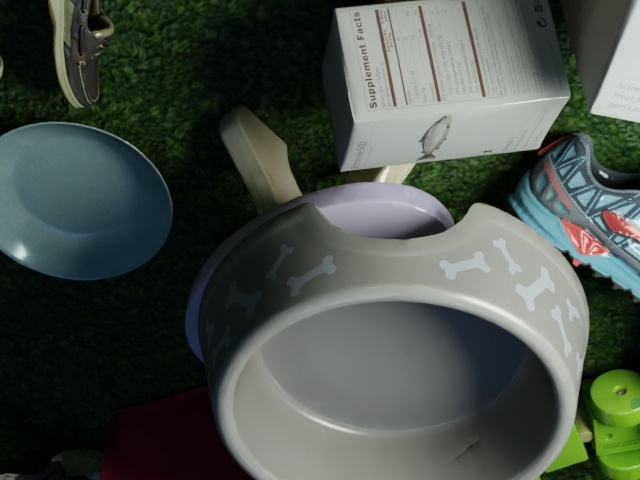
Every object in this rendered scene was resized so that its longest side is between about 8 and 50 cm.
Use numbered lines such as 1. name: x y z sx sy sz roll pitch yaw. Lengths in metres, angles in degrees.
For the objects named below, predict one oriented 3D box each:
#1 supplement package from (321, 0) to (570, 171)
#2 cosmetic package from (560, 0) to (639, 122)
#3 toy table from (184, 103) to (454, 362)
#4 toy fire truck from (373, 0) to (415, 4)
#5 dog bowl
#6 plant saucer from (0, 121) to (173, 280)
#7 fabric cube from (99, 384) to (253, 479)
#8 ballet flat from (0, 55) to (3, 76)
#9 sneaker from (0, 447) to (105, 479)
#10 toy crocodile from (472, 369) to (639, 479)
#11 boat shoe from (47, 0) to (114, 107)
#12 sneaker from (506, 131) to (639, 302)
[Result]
1. supplement package: 0.099 -0.132 1.069 0.179 0.105 0.105 -7 161 -8
2. cosmetic package: 0.289 -0.194 1.002 0.151 0.183 0.151 10 130 -6
3. toy table: 0.000 0.000 1.193 0.274 0.161 0.252 -22 127 20
4. toy fire truck: 0.011 -0.251 1.007 0.217 0.158 0.246 -5 120 5
5. dog bowl: 0.062 0.118 1.122 0.349 0.102 0.348 1 131 2
6. plant saucer: -0.237 -0.044 1.243 0.195 0.037 0.195 1 130 1
7. fabric cube: -0.076 0.324 1.410 0.254 0.259 0.258 -18 125 17
8. ballet flat: -0.363 -0.169 1.131 0.168 0.057 0.052 23 137 -17
9. sneaker: -0.328 0.335 1.439 0.094 0.235 0.153 15 108 32
10. toy crocodile: 0.263 0.203 1.406 0.341 0.105 0.115 -14 128 8
11. boat shoe: -0.203 -0.180 1.114 0.049 0.056 0.152 3 131 6
12. sneaker: 0.309 -0.008 1.190 0.262 0.104 0.125 29 110 -2
